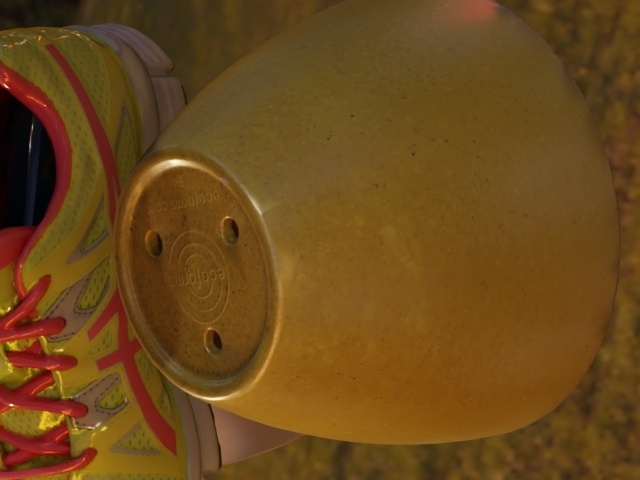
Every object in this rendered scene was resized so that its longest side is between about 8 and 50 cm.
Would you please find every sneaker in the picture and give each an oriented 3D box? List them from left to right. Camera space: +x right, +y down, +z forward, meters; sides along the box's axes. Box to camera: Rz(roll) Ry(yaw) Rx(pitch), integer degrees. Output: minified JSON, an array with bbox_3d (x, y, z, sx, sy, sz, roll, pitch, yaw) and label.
[{"bbox_3d":[-0.092,0.028,0.619,0.094,0.081,0.208,9,-108,-60],"label":"sneaker"}]

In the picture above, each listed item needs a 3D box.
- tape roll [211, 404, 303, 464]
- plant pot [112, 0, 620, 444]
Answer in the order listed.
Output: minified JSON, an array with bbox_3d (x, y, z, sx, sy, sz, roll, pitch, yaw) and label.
[{"bbox_3d":[-0.043,0.014,0.965,0.219,0.219,0.072,-99,-14,-59],"label":"tape roll"},{"bbox_3d":[0.000,0.000,0.536,0.134,0.095,0.134,16,112,45],"label":"plant pot"}]
